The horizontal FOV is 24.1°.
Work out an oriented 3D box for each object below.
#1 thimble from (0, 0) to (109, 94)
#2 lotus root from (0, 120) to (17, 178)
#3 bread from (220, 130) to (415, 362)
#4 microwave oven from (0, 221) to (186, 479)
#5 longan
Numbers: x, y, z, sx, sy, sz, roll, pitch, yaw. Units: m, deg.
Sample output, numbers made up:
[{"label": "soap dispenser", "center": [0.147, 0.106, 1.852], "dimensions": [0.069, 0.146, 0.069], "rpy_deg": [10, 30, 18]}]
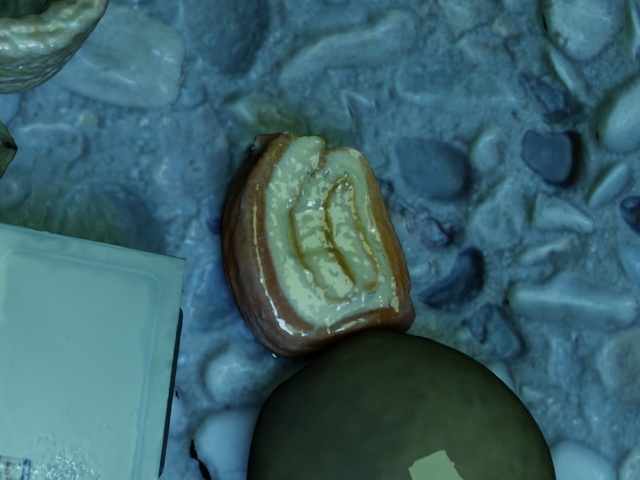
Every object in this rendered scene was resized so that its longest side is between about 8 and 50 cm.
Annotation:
[{"label": "thimble", "center": [-0.293, -0.260, 1.424], "dimensions": [0.196, 0.148, 0.229], "rpy_deg": [42, 67, -11]}, {"label": "lotus root", "center": [-0.417, -0.076, 1.273], "dimensions": [0.210, 0.314, 0.142], "rpy_deg": [-42, 75, 6]}, {"label": "bread", "center": [-0.011, 0.002, 1.508], "dimensions": [0.190, 0.123, 0.244], "rpy_deg": [-18, 85, -25]}, {"label": "microwave oven", "center": [-0.260, 0.153, 1.329], "dimensions": [0.237, 0.181, 0.295], "rpy_deg": [12, 74, -23]}, {"label": "longan", "center": [0.072, 0.231, 1.419], "dimensions": [0.297, 0.297, 0.297], "rpy_deg": [5, 77, -23]}]
